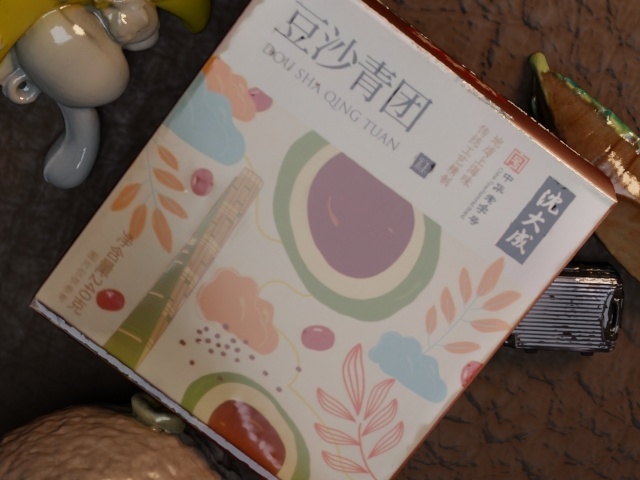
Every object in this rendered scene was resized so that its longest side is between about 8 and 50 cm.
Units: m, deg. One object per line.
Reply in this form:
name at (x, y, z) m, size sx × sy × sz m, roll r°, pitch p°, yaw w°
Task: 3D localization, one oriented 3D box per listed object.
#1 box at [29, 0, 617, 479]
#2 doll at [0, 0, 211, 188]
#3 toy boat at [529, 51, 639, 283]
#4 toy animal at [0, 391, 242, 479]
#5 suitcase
box at (0.000, 0.000, 1.493) m, size 0.344 × 0.122 × 0.385 m, roll 37°, pitch 102°, yaw -4°
doll at (-0.218, -0.191, 1.511) m, size 0.237 × 0.111 × 0.252 m, roll -44°, pitch 135°, yaw -1°
toy boat at (0.280, -0.044, 1.572) m, size 0.293 × 0.099 × 0.108 m, roll 46°, pitch 127°, yaw -12°
toy animal at (-0.211, 0.241, 1.525) m, size 0.226 × 0.358 × 0.188 m, roll -26°, pitch 83°, yaw 45°
suitcase at (0.221, 0.060, 1.618) m, size 0.126 × 0.059 × 0.086 m, roll 3°, pitch 106°, yaw -3°
